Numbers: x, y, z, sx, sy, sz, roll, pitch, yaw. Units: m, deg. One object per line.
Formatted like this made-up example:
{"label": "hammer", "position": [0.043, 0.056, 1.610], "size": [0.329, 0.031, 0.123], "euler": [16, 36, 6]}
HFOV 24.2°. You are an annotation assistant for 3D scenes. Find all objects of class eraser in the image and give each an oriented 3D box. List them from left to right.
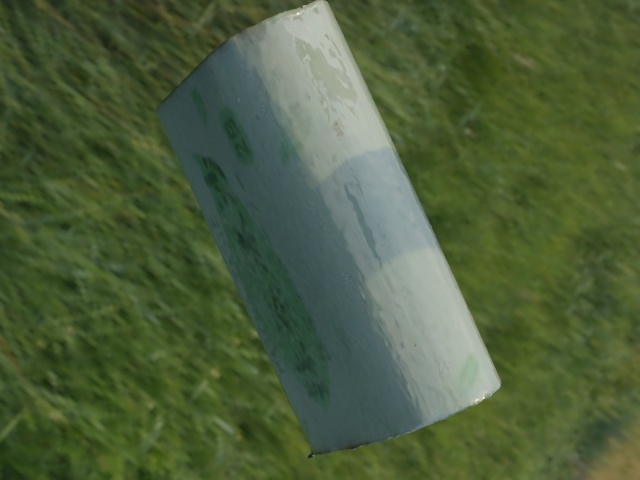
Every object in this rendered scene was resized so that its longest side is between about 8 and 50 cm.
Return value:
{"label": "eraser", "position": [0.000, 0.000, 0.834], "size": [0.081, 0.227, 0.174], "euler": [-25, 179, -28]}
